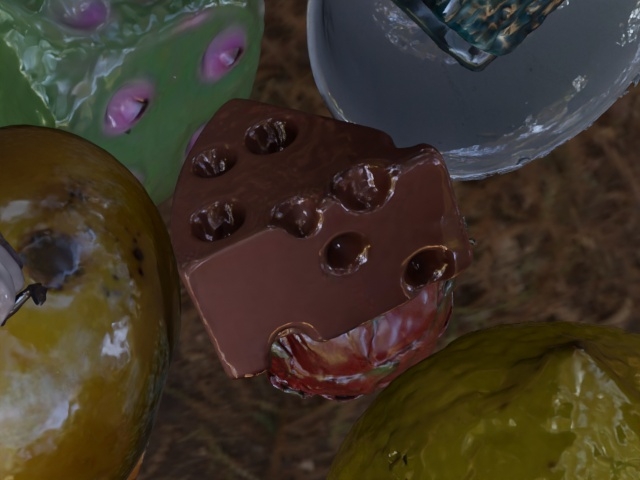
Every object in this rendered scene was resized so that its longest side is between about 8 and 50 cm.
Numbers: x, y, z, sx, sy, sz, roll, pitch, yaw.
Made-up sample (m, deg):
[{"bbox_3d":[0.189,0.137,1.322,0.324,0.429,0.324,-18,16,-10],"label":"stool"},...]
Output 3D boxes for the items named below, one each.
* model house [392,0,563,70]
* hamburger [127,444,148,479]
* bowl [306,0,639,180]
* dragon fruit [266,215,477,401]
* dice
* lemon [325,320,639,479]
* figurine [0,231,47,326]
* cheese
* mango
[{"bbox_3d":[0.107,-0.220,0.859,0.184,0.291,0.253,43,103,-6],"label":"model house"},{"bbox_3d":[-0.192,0.126,1.202,0.137,0.087,0.166,-4,122,-45],"label":"hamburger"},{"bbox_3d":[0.114,-0.232,1.298,0.345,0.157,0.345,-16,128,-21],"label":"bowl"},{"bbox_3d":[0.036,0.045,1.839,0.244,0.244,0.299,43,81,-9],"label":"dragon fruit"},{"bbox_3d":[-0.276,-0.223,1.810,0.318,0.330,0.322,40,53,21],"label":"dice"},{"bbox_3d":[0.143,0.215,1.022,0.336,0.336,0.336,5,76,-22],"label":"lemon"},{"bbox_3d":[-0.125,0.048,0.269,0.182,0.256,0.144,-21,111,-1],"label":"figurine"},{"bbox_3d":[-0.026,0.010,1.186,0.177,0.203,0.128,-48,137,-29],"label":"cheese"},{"bbox_3d":[-0.145,0.046,0.724,0.146,0.316,0.193,25,81,-9],"label":"mango"}]
